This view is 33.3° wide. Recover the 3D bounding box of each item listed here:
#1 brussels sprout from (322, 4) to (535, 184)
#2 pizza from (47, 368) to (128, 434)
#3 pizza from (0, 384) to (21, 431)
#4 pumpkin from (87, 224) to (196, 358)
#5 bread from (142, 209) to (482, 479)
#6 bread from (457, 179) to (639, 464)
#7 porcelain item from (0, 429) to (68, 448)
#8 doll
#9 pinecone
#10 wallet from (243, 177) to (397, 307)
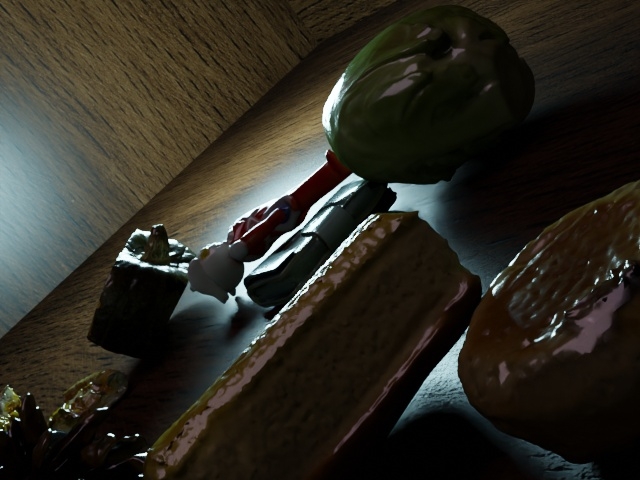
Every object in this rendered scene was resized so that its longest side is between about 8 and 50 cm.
[{"bbox_3d":[0.160,-0.214,1.635,0.328,0.247,0.328,-28,30,18],"label":"brussels sprout"},{"bbox_3d":[-0.426,0.292,1.880,0.182,0.062,0.161,-13,35,56],"label":"pizza"},{"bbox_3d":[-0.613,0.377,2.025,0.161,0.086,0.305,-59,10,9],"label":"pizza"},{"bbox_3d":[-0.320,0.081,1.967,0.221,0.139,0.317,-62,4,14],"label":"pumpkin"},{"bbox_3d":[-0.018,0.149,1.000,0.333,0.143,0.323,-47,-2,-15],"label":"bread"},{"bbox_3d":[0.229,0.067,0.828,0.244,0.134,0.244,-36,18,14],"label":"bread"},{"bbox_3d":[-0.496,0.366,1.703,0.259,0.141,0.141,-16,25,36],"label":"porcelain item"},{"bbox_3d":[-0.087,-0.027,1.834,0.384,0.099,0.188,-42,-1,18],"label":"doll"},{"bbox_3d":[-0.274,0.290,1.221,0.201,0.229,0.202,13,63,23],"label":"pinecone"},{"bbox_3d":[0.000,0.000,1.704,0.250,0.075,0.176,-45,9,-23],"label":"wallet"}]
